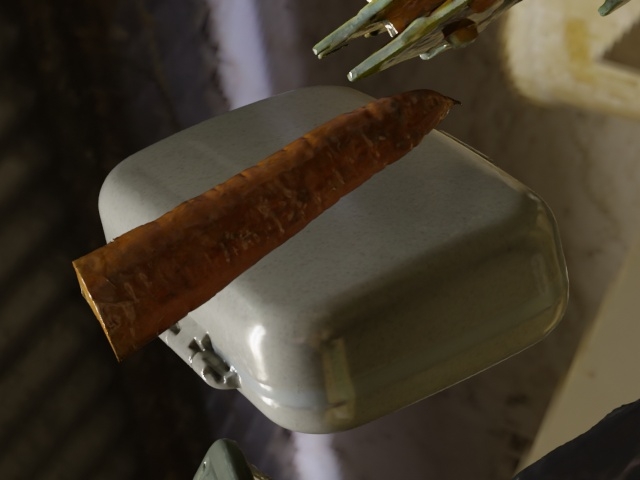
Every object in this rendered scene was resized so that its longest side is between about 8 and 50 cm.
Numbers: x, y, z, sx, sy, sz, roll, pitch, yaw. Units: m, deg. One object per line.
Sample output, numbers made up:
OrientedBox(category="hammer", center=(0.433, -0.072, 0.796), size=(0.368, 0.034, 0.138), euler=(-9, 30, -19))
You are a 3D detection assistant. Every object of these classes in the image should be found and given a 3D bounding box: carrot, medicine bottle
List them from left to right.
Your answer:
OrientedBox(category="carrot", center=(-0.024, -0.022, 1.013), size=(0.224, 0.057, 0.057), euler=(-33, -40, -9))
OrientedBox(category="medicine bottle", center=(0.000, 0.000, 1.474), size=(0.282, 0.375, 0.123), euler=(-22, -62, -20))

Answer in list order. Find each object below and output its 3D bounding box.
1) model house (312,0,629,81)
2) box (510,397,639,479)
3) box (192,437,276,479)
OrientedBox(category="model house", center=(0.129, -0.230, 1.339), size=(0.312, 0.242, 0.358), euler=(-34, -3, -14))
OrientedBox(category="box", center=(0.189, 0.153, 0.858), size=(0.212, 0.201, 0.042), euler=(-30, -8, 15))
OrientedBox(category="box", center=(-0.046, 0.205, 1.225), size=(0.124, 0.092, 0.172), euler=(-63, 9, 3))
